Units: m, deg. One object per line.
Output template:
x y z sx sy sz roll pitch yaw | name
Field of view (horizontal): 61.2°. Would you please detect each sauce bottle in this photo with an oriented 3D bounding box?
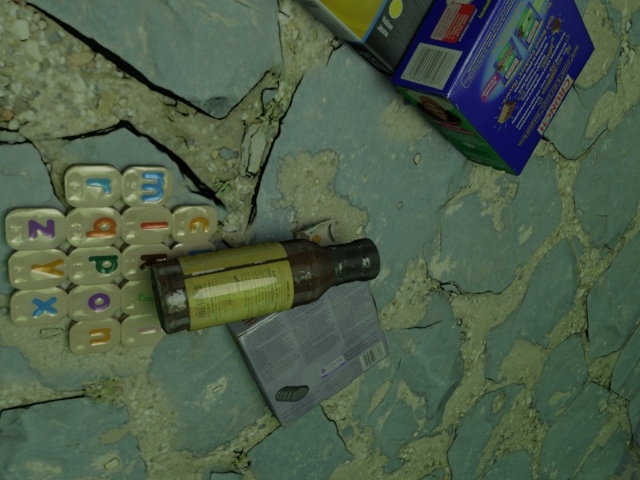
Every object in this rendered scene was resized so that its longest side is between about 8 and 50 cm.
-0.072 0.057 0.819 0.345 0.111 0.111 -8 115 -22 | sauce bottle

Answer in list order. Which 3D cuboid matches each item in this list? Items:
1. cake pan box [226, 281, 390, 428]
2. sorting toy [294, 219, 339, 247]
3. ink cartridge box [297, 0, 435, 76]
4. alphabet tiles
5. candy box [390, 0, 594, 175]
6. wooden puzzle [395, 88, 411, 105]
-0.008 0.175 0.981 0.267 0.070 0.245 -31 126 -16 | cake pan box
0.000 0.000 0.923 0.075 0.045 0.083 -29 124 -27 | sorting toy
0.087 -0.431 0.735 0.304 0.072 0.307 21 101 -46 | ink cartridge box
-0.286 0.030 0.771 0.278 0.021 0.284 -4 113 -30 | alphabet tiles
0.295 -0.289 0.888 0.317 0.122 0.268 25 96 -48 | candy box
0.163 -0.259 0.924 0.083 0.006 0.049 -16 119 -25 | wooden puzzle
